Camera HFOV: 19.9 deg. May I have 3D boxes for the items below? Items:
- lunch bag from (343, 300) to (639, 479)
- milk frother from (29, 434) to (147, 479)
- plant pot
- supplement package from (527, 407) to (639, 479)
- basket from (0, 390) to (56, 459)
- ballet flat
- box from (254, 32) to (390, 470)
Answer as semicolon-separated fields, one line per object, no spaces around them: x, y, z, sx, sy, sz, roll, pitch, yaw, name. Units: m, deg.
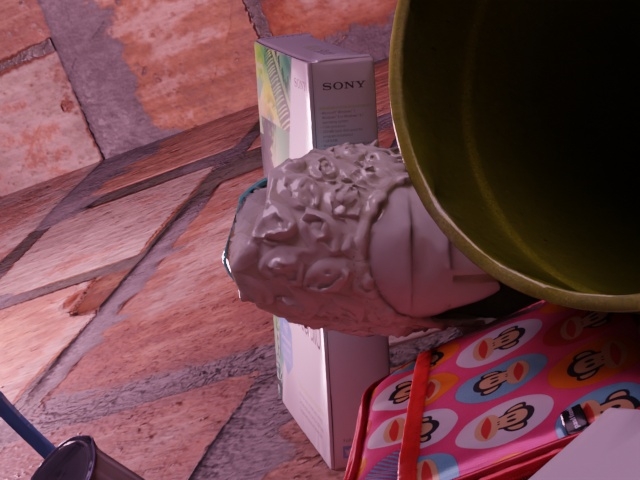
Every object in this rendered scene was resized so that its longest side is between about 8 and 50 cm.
0.119;0.144;1.207;0.258;0.120;0.293;-24;11;11;lunch bag
-0.119;0.214;1.180;0.143;0.135;0.129;-8;51;54;milk frother
0.295;-0.096;1.231;0.366;0.366;0.353;-13;-21;34;plant pot
0.140;0.212;0.817;0.262;0.145;0.204;-35;18;-28;supplement package
-0.302;0.223;1.305;0.201;0.255;0.289;-11;38;44;basket
0.119;0.005;1.351;0.409;0.147;0.147;6;-9;-44;ballet flat
0.000;0.000;1.483;0.058;0.322;0.232;-4;11;-12;box
